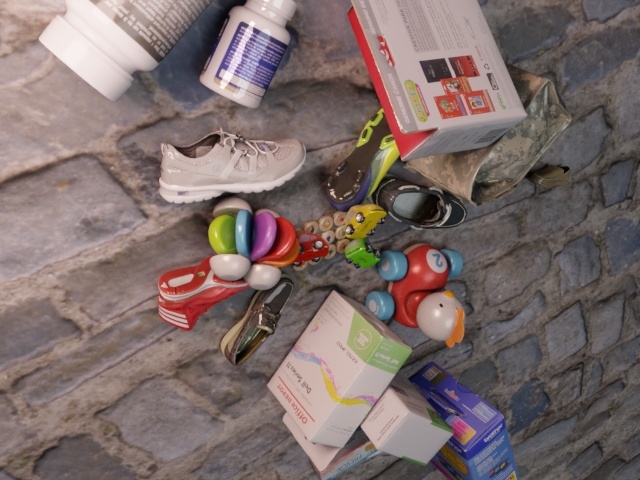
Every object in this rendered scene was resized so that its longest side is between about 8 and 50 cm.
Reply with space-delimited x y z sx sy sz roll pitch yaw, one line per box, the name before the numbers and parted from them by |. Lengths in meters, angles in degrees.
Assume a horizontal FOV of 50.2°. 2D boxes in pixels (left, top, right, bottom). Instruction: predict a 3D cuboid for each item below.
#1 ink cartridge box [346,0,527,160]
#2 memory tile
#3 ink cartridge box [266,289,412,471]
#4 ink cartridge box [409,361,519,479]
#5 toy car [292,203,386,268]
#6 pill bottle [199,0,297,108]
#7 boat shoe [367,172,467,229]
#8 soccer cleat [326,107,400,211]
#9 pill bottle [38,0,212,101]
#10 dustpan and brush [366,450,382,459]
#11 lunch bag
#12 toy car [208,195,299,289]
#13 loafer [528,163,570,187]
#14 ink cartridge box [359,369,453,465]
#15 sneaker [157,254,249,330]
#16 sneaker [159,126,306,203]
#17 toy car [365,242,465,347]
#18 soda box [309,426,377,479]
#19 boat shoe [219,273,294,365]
ink cartridge box | 0.175 -0.313 1.216 0.272 0.309 0.130 -12 166 -28
memory tile | 0.000 0.000 1.479 0.148 0.012 0.113 -21 126 -22
ink cartridge box | 0.017 0.319 1.550 0.119 0.207 0.353 28 98 -43
ink cartridge box | 0.372 0.517 1.865 0.151 0.270 0.395 -36 131 -18
toy car | 0.058 0.004 1.454 0.239 0.053 0.225 -27 151 18
pill bottle | -0.115 -0.326 1.140 0.112 0.112 0.186 17 106 -39
boat shoe | 0.236 -0.070 1.542 0.303 0.091 0.114 8 112 -37
soccer cleat | 0.117 -0.179 1.420 0.289 0.093 0.121 -49 162 -5
pill bottle | -0.263 -0.353 0.992 0.283 0.161 0.161 -49 132 0
dustpan and brush | 0.204 0.532 1.902 0.147 0.060 0.211 -13 123 -28
lunch bag | 0.326 -0.218 1.418 0.287 0.235 0.169 -50 135 2
toy car | -0.118 -0.002 1.285 0.182 0.136 0.159 21 61 -40
loafer | 0.588 -0.168 1.749 0.148 0.056 0.050 -10 121 -41
ink cartridge box | 0.153 0.383 1.635 0.201 0.278 0.117 32 99 -42
sneaker | -0.225 0.104 1.365 0.221 0.087 0.128 -8 138 -31
sneaker | -0.152 -0.149 1.226 0.282 0.105 0.115 -17 125 -24
toy car | 0.269 0.142 1.594 0.219 0.238 0.210 -1 117 -34
soda box | 0.066 0.572 1.835 0.183 0.058 0.062 -26 128 -18
boat shoe | -0.124 0.175 1.459 0.223 0.073 0.080 -51 132 2
